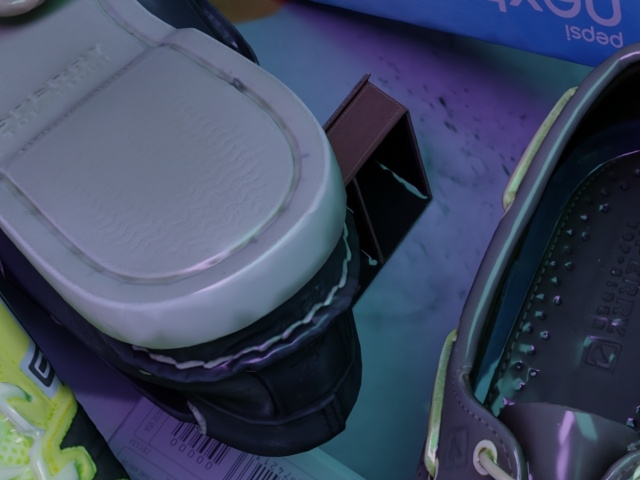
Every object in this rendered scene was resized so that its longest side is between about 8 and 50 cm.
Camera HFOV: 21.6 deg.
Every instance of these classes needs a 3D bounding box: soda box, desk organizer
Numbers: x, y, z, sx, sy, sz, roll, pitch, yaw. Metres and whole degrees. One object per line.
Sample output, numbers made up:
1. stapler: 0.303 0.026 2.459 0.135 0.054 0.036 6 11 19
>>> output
1. soda box: 0.061 -0.130 0.681 0.210 0.071 0.067 18 49 36
2. desk organizer: 0.000 0.000 0.660 0.050 0.047 0.130 35 58 4

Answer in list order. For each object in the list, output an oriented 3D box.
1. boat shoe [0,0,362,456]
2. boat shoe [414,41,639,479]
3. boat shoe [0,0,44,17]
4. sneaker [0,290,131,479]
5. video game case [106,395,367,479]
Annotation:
1. boat shoe: -0.080 -0.039 0.603 0.127 0.113 0.340 -38 41 -13
2. boat shoe: 0.083 0.071 0.557 0.109 0.091 0.305 9 61 19
3. boat shoe: -0.093 -0.209 0.491 0.109 0.302 0.098 -4 42 -19
4. sneaker: -0.158 0.046 0.509 0.145 0.147 0.384 -37 67 -22
5. video game case: -0.013 0.177 0.564 0.227 0.026 0.206 33 57 5
